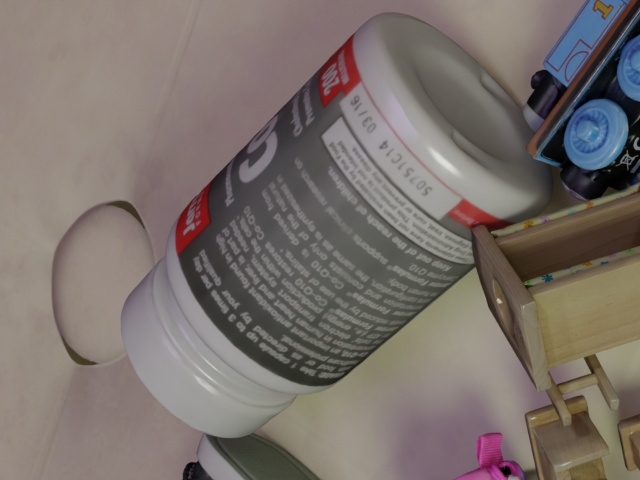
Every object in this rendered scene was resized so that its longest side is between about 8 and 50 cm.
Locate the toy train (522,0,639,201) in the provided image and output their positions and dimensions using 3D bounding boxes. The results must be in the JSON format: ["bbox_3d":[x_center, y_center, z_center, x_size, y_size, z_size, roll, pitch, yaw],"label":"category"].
[{"bbox_3d":[0.190,-0.113,0.711,0.184,0.080,0.105,-57,43,22],"label":"toy train"}]

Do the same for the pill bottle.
[{"bbox_3d":[0.000,0.000,0.799,0.283,0.161,0.161,-43,58,28],"label":"pill bottle"}]

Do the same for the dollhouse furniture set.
[{"bbox_3d":[0.198,0.050,0.698,0.182,0.160,0.101,-17,29,-2],"label":"dollhouse furniture set"}]

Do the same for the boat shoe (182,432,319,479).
[{"bbox_3d":[-0.002,0.241,0.806,0.302,0.114,0.091,40,109,50],"label":"boat shoe"}]

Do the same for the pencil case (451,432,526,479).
[{"bbox_3d":[0.131,0.234,0.692,0.104,0.104,0.236,-48,58,25],"label":"pencil case"}]
